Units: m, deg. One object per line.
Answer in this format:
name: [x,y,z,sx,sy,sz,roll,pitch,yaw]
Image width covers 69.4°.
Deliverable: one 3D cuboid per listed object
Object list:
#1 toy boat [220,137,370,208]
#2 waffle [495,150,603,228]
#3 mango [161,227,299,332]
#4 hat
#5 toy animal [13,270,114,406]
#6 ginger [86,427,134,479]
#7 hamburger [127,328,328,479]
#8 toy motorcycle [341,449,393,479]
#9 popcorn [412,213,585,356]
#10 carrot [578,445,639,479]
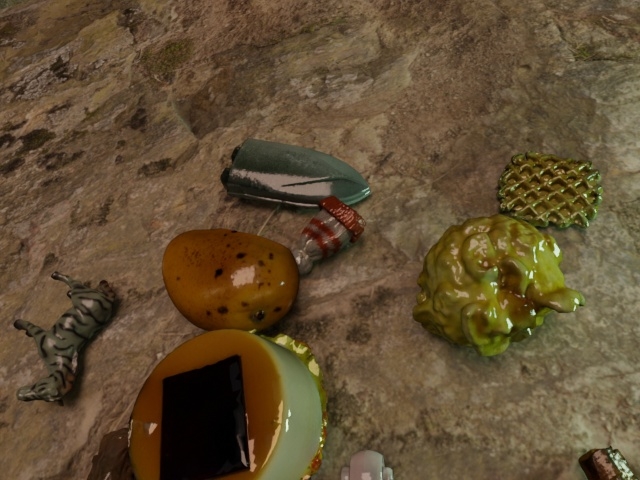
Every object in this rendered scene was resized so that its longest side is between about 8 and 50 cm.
toy boat: [-0.050,-0.132,0.985,0.319,0.092,0.141,12,60,12]
waffle: [0.431,-0.096,0.874,0.183,0.036,0.169,15,64,24]
mango: [-0.176,0.070,0.840,0.290,0.160,0.191,18,72,28]
hat: [0.000,0.000,0.884,0.162,0.094,0.112,-41,46,-8]
toy animal: [-0.506,0.181,0.890,0.169,0.090,0.255,6,61,12]
ginger: [-0.283,0.409,0.681,0.122,0.084,0.290,-36,55,-3]
hamburger: [-0.128,0.272,0.681,0.293,0.179,0.276,-20,52,4]
toy motorcycle: [0.060,0.403,0.588,0.112,0.112,0.255,-5,57,11]
popcorn: [0.262,0.074,0.712,0.235,0.181,0.217,-36,56,-11]
carrot: [0.407,0.378,0.548,0.070,0.070,0.260,-21,54,-1]
